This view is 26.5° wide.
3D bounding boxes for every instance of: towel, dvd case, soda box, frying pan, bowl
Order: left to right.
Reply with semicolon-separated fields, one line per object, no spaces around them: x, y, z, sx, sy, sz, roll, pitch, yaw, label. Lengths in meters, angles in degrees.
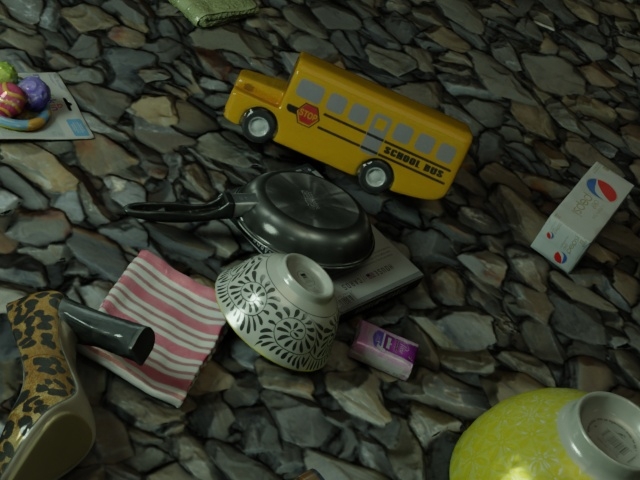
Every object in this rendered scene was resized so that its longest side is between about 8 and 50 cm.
-0.187;0.097;1.581;0.144;0.029;0.197;28;38;1;towel
-0.174;-0.382;2.145;0.110;0.027;0.148;44;40;21;towel
-0.079;-0.052;1.759;0.326;0.053;0.197;18;31;-7;frying pan
-0.035;0.068;1.633;0.170;0.080;0.170;29;28;-18;bowl
0.000;0.000;1.806;0.179;0.030;0.239;-22;59;-45;dvd case
0.399;-0.038;2.060;0.074;0.069;0.216;36;38;10;soda box
0.312;0.269;1.582;0.289;0.156;0.289;17;39;-14;bowl

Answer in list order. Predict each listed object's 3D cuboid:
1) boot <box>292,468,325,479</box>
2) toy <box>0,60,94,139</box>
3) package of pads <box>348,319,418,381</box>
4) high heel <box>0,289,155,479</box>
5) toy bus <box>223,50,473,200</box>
-0.003;0.349;1.387;0.106;0.082;0.219;-22;61;-19;boot
-0.416;-0.190;1.753;0.237;0.056;0.137;-7;50;-36;toy
0.078;0.137;1.693;0.083;0.032;0.050;25;40;-4;package of pads
-0.316;0.161;1.421;0.186;0.093;0.261;15;48;29;high heel
0.036;-0.164;1.913;0.332;0.130;0.108;23;17;-6;toy bus
